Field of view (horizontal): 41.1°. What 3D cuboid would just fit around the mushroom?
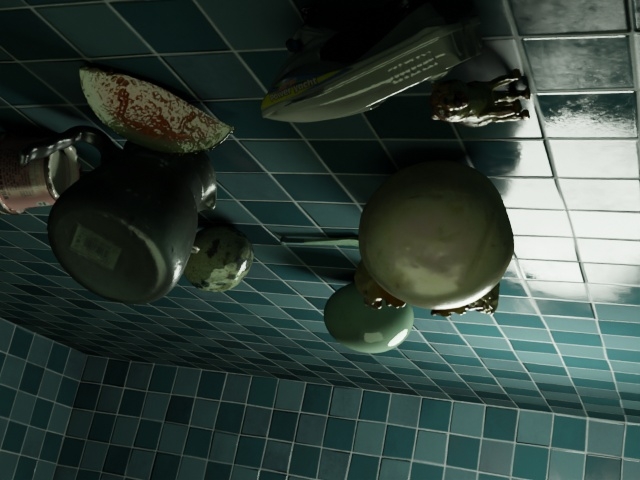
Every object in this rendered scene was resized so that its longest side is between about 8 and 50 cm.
[{"bbox_3d":[0.187,-0.017,1.356,0.246,0.202,0.246,9,123,15],"label":"mushroom"}]

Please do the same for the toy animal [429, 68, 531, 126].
[{"bbox_3d":[0.196,-0.168,1.025,0.099,0.057,0.241,-5,-177,19],"label":"toy animal"}]

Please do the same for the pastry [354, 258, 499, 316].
[{"bbox_3d":[0.204,0.037,1.543,0.255,0.171,0.236,11,-165,17],"label":"pastry"}]

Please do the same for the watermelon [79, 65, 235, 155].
[{"bbox_3d":[-0.255,-0.197,1.309,0.245,0.063,0.119,22,141,-15],"label":"watermelon"}]

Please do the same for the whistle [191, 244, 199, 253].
[{"bbox_3d":[-0.409,-0.034,1.711,0.347,0.189,0.189,22,161,2],"label":"whistle"}]

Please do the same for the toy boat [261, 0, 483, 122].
[{"bbox_3d":[0.043,-0.210,0.972,0.269,0.141,0.141,-4,156,28],"label":"toy boat"}]

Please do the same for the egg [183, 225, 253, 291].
[{"bbox_3d":[-0.216,0.037,1.821,0.141,0.141,0.181,26,147,-37],"label":"egg"}]

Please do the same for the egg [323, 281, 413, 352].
[{"bbox_3d":[0.109,0.176,1.985,0.230,0.168,0.168,-1,158,39],"label":"egg"}]

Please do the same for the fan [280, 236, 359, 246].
[{"bbox_3d":[0.000,0.000,1.779,0.193,0.016,0.038,1,156,26],"label":"fan"}]

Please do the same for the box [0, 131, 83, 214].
[{"bbox_3d":[-0.515,-0.124,1.536,0.135,0.151,0.151,-3,159,10],"label":"box"}]

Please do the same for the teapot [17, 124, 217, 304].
[{"bbox_3d":[-0.324,-0.066,1.422,0.305,0.285,0.224,9,130,16],"label":"teapot"}]
